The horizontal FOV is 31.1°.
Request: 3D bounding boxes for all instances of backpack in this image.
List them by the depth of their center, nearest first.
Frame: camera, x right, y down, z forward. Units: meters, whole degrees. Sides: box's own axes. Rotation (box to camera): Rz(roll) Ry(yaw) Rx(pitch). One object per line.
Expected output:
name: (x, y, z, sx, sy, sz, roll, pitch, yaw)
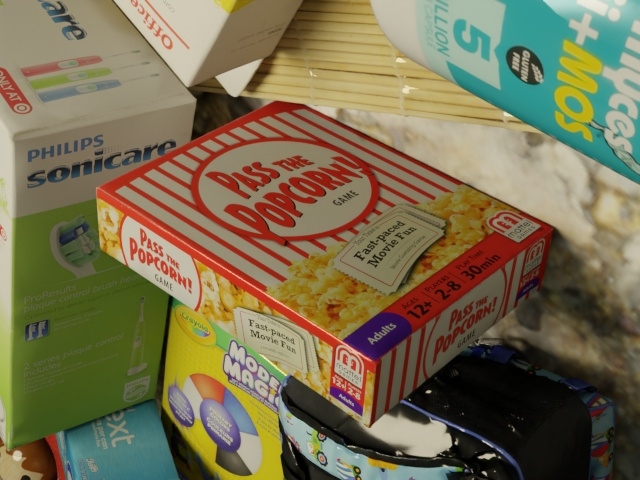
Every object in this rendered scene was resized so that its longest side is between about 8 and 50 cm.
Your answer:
backpack: (0.063, 0.128, 0.651, 0.173, 0.117, 0.158, 19, 127, 38)

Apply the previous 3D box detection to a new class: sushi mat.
sushi mat: (-0.014, -0.147, 0.629, 0.317, 0.019, 0.151, 13, 123, 41)

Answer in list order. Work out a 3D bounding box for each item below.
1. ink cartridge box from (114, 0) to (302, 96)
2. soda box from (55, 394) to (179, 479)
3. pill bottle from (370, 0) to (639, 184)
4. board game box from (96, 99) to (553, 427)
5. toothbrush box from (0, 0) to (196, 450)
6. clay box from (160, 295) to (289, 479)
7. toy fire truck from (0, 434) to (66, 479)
ink cartridge box: (-0.061, -0.164, 0.599, 0.115, 0.067, 0.198, 50, 139, 12)
soda box: (-0.158, 0.148, 0.866, 0.210, 0.071, 0.067, -116, 27, -42)
pill bottle: (0.155, -0.078, 0.394, 0.264, 0.146, 0.146, 33, 135, 28)
board game box: (0.000, 0.000, 0.610, 0.194, 0.147, 0.045, 29, 133, 31)
toothbrush box: (-0.198, -0.032, 0.788, 0.206, 0.122, 0.283, 50, 142, 33)
clay box: (-0.052, 0.110, 0.812, 0.127, 0.053, 0.222, 36, 137, 28)
toy fire truck: (-0.307, 0.167, 1.055, 0.302, 0.169, 0.254, 42, 120, 18)
